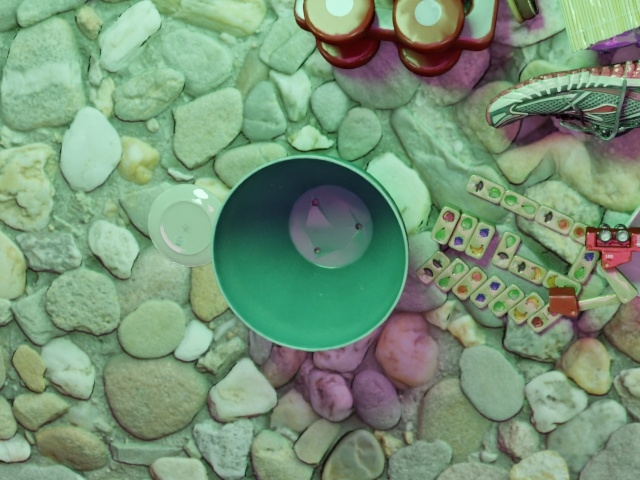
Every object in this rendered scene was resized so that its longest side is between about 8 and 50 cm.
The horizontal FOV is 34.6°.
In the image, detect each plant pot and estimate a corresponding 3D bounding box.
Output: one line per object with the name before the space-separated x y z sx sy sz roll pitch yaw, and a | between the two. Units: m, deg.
plant pot | 0.000 0.000 1.565 0.290 0.195 0.290 3 104 11

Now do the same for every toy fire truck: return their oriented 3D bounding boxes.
toy fire truck | 0.109 -0.383 1.482 0.302 0.169 0.254 7 86 8
toy fire truck | 0.437 0.045 1.522 0.192 0.047 0.135 1 105 12

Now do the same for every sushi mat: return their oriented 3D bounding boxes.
sushi mat | 0.362 -0.428 1.406 0.151 0.019 0.316 -18 86 56

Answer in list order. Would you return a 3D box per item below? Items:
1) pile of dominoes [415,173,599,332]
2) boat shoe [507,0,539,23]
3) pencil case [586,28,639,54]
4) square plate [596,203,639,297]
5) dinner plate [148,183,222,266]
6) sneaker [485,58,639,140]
pile of dominoes | 0.292 0.028 1.598 0.251 0.040 0.196 25 107 5
boat shoe | 0.278 -0.418 1.473 0.073 0.073 0.207 -18 99 20
pencil case | 0.409 -0.366 1.454 0.088 0.086 0.206 -6 102 7
square plate | 0.644 -0.015 1.515 0.344 0.049 0.347 30 107 2
dinner plate | -0.219 -0.023 1.697 0.141 0.017 0.141 3 105 11
sneaker | 0.388 -0.195 1.479 0.299 0.121 0.112 -6 97 12
